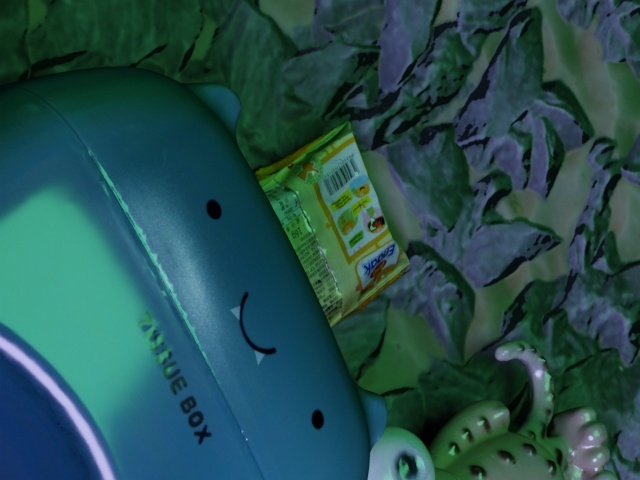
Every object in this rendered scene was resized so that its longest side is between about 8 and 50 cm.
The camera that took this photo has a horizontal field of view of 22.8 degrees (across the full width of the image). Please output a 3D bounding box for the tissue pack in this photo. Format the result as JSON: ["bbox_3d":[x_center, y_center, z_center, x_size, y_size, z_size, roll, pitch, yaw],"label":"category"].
[{"bbox_3d":[-0.104,0.057,0.779,0.206,0.198,0.287,-33,105,-31],"label":"tissue pack"}]

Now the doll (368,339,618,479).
[{"bbox_3d":[0.074,0.160,0.956,0.278,0.119,0.154,-19,85,-40],"label":"doll"}]

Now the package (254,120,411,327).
[{"bbox_3d":[-0.001,-0.002,0.959,0.108,0.031,0.121,-37,113,-30],"label":"package"}]
